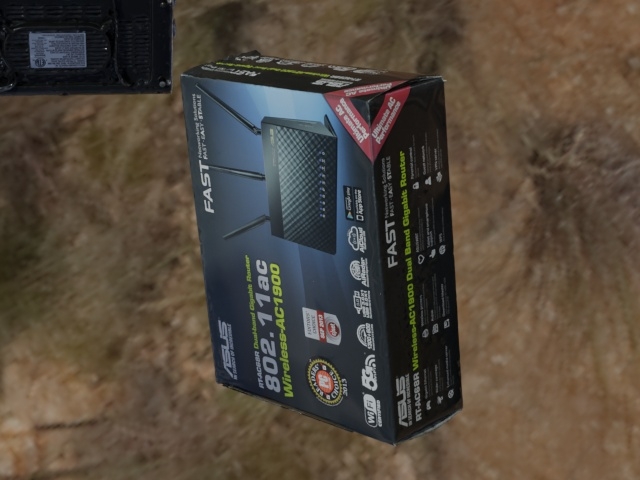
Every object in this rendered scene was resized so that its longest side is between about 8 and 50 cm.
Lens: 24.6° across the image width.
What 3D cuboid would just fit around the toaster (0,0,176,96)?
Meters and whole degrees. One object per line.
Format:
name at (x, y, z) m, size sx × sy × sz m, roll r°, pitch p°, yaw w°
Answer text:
toaster at (-0.194, -0.192, 1.059) m, size 0.185 × 0.110 × 0.168 m, roll -3°, pitch 127°, yaw -9°

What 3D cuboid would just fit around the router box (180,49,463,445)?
router box at (0.000, 0.000, 0.507) m, size 0.092 × 0.038 × 0.122 m, roll 13°, pitch 115°, yaw 44°
